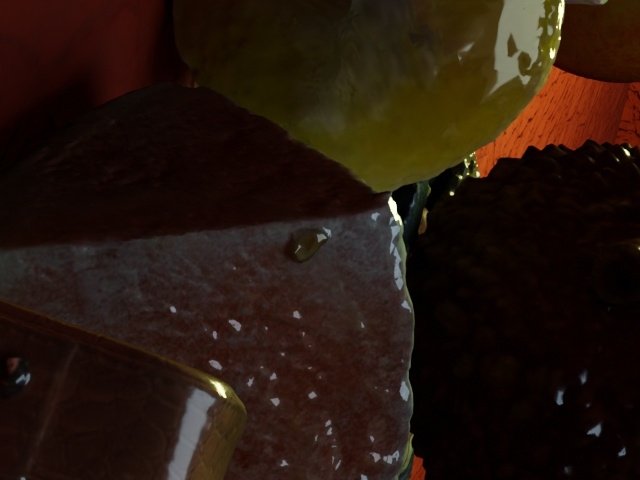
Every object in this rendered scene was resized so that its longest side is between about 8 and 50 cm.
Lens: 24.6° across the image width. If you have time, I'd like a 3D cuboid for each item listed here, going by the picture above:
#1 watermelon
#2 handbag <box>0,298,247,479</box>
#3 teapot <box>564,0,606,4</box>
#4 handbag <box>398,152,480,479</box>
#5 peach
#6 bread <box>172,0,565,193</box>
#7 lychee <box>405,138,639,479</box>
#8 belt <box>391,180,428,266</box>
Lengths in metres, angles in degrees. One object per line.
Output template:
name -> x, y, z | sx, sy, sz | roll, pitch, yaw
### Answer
watermelon -> -0.069, 0.069, 0.627 | 0.262, 0.201, 0.212 | -43, 141, -53
handbag -> -0.119, 0.047, 0.429 | 0.151, 0.193, 0.072 | 78, 29, -80
teapot -> 0.156, -0.258, 1.069 | 0.221, 0.178, 0.163 | 36, 73, -74
handbag -> 0.041, 0.062, 1.196 | 0.303, 0.122, 0.329 | 21, 87, -75
peach -> 0.296, -0.273, 1.481 | 0.231, 0.231, 0.231 | 20, 90, -76
bread -> 0.030, -0.125, 0.786 | 0.170, 0.197, 0.197 | -57, 164, -78
lychee -> 0.186, 0.080, 1.012 | 0.330, 0.306, 0.306 | 101, 15, -61
belt -> 0.000, 0.000, 0.946 | 0.128, 0.122, 0.218 | 77, 35, -70
